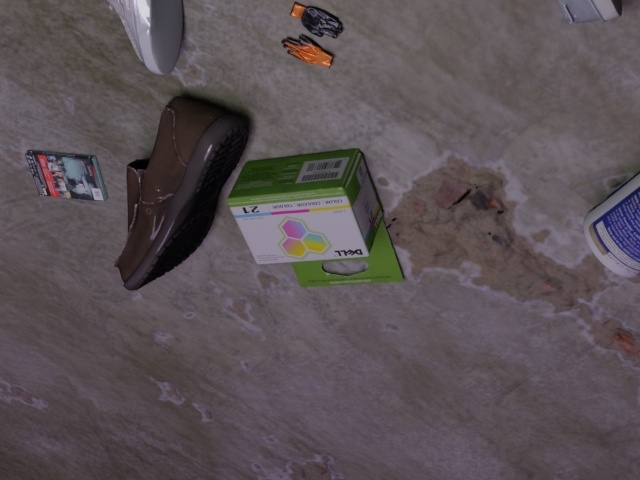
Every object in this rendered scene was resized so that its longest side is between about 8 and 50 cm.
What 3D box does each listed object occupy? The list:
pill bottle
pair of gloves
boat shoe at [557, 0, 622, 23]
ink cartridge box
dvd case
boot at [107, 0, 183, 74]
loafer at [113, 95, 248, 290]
[{"bbox_3d":[0.442,-0.043,1.409,0.112,0.112,0.186,34,134,-12],"label":"pill bottle"},{"bbox_3d":[-0.011,-0.270,1.438,0.074,0.010,0.083,22,132,1],"label":"pair of gloves"},{"bbox_3d":[0.265,-0.315,1.216,0.081,0.079,0.227,-13,146,31],"label":"boat shoe"},{"bbox_3d":[0.000,0.000,1.622,0.189,0.097,0.255,-5,128,24],"label":"ink cartridge box"},{"bbox_3d":[-0.404,-0.102,1.734,0.119,0.013,0.087,6,133,16],"label":"dvd case"},{"bbox_3d":[-0.262,-0.342,1.420,0.123,0.095,0.258,8,125,21],"label":"boot"},{"bbox_3d":[-0.227,-0.074,1.636,0.130,0.134,0.366,42,125,12],"label":"loafer"}]
